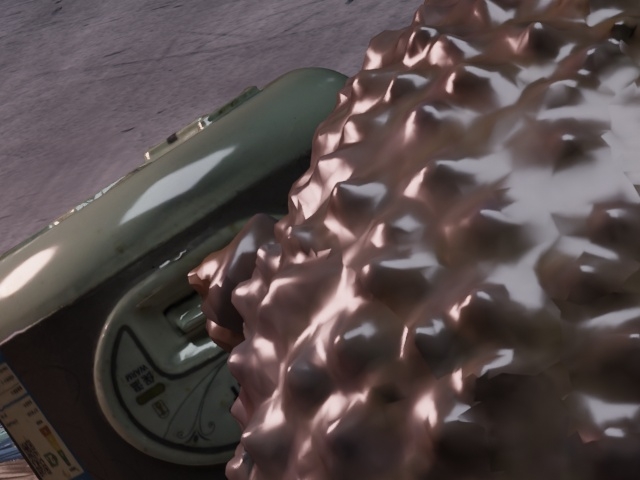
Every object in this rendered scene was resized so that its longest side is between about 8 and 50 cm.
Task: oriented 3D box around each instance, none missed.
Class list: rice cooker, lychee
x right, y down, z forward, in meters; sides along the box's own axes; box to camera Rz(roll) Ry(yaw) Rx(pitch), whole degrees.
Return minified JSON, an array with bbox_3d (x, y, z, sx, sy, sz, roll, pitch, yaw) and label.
[{"bbox_3d":[-0.036,0.075,1.091,0.288,0.277,0.288,-31,5,3],"label":"rice cooker"},{"bbox_3d":[0.154,0.072,0.691,0.432,0.380,0.380,15,33,15],"label":"lychee"}]

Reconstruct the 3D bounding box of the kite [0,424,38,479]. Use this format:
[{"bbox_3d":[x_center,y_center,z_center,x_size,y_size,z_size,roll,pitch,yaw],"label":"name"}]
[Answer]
[{"bbox_3d":[-0.180,0.118,1.482,0.368,0.014,0.406,-24,21,-8],"label":"kite"}]
